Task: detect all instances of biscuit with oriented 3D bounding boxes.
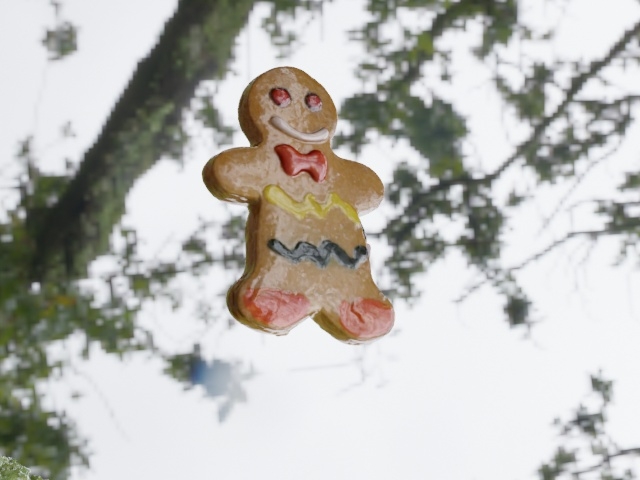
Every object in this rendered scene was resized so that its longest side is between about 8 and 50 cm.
[{"bbox_3d":[-0.016,-0.037,1.233,0.036,0.165,0.250,-41,-132,53],"label":"biscuit"}]

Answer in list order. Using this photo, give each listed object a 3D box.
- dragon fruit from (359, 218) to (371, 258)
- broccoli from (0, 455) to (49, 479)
[{"bbox_3d":[-0.002,0.005,1.936,0.142,0.130,0.121,60,-41,27],"label":"dragon fruit"},{"bbox_3d":[-0.360,0.287,1.273,0.254,0.302,0.186,32,-54,9],"label":"broccoli"}]
